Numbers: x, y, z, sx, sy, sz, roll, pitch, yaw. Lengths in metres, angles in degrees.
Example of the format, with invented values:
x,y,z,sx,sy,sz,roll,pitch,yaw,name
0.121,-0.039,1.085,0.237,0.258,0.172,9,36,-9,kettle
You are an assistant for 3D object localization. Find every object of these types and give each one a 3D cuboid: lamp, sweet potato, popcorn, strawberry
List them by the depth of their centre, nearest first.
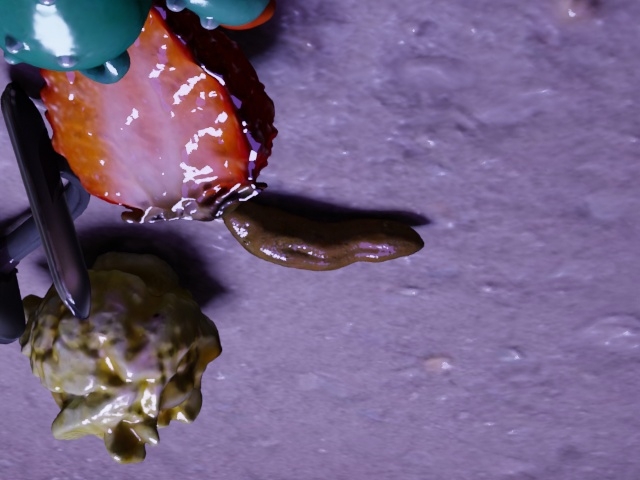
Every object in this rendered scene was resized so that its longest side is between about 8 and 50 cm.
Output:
x,y,z,sx,sy,sz,roll,pitch,yaw,name
-0.117,-0.130,1.328,0.190,0.111,0.236,2,127,28,strawberry
-0.251,0.021,1.510,0.125,0.203,0.283,3,151,-32,lamp
0.001,0.001,1.557,0.182,0.054,0.053,7,158,-4,sweet potato
-0.187,0.109,1.651,0.167,0.185,0.187,-25,111,11,popcorn

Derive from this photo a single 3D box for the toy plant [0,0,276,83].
x,y,z,sx,sy,sz,roll,pitch,yaw,name
-0.171,-0.226,1.079,0.280,0.185,0.400,0,145,1,toy plant
